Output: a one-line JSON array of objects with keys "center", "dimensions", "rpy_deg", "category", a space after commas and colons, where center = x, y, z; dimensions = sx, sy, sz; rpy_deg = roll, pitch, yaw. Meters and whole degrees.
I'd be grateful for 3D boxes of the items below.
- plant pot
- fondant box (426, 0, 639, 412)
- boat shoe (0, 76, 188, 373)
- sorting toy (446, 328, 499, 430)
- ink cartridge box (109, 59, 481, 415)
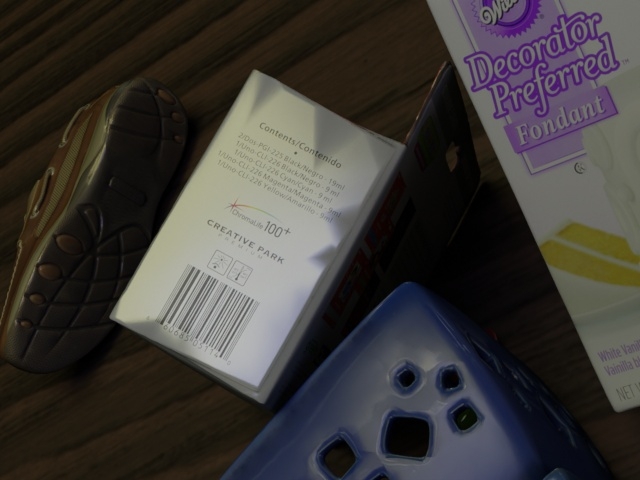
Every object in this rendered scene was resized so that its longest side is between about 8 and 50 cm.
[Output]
[{"center": [0.092, 0.207, 1.029], "dimensions": [0.236, 0.236, 0.212], "rpy_deg": [-47, 51, 5], "category": "plant pot"}, {"center": [0.249, -0.074, 1.019], "dimensions": [0.238, 0.096, 0.330], "rpy_deg": [-22, 96, 28], "category": "fondant box"}, {"center": [-0.241, -0.014, 1.518], "dimensions": [0.116, 0.123, 0.324], "rpy_deg": [1, 60, 47], "category": "boat shoe"}, {"center": [0.103, 0.109, 1.194], "dimensions": [0.061, 0.042, 0.102], "rpy_deg": [-16, 42, 53], "category": "sorting toy"}, {"center": [0.000, 0.000, 1.156], "dimensions": [0.130, 0.309, 0.272], "rpy_deg": [28, 82, 15], "category": "ink cartridge box"}]
